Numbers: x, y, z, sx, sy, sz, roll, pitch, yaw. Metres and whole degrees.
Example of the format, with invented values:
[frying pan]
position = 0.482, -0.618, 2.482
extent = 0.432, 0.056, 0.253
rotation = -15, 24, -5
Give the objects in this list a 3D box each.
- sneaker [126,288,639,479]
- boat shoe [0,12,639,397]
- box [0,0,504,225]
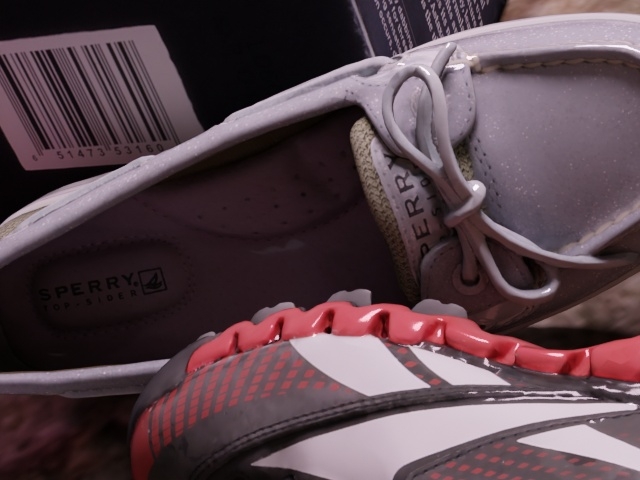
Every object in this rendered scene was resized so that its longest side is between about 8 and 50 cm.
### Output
[sneaker]
position = 0.046, 0.089, 0.529
extent = 0.276, 0.097, 0.135
rotation = 1, 42, 26
[boat shoe]
position = -0.002, -0.002, 0.622
extent = 0.320, 0.118, 0.103
rotation = -13, 8, 19
[box]
position = -0.070, -0.159, 0.814
extent = 0.296, 0.182, 0.294
rotation = -3, 41, 24
